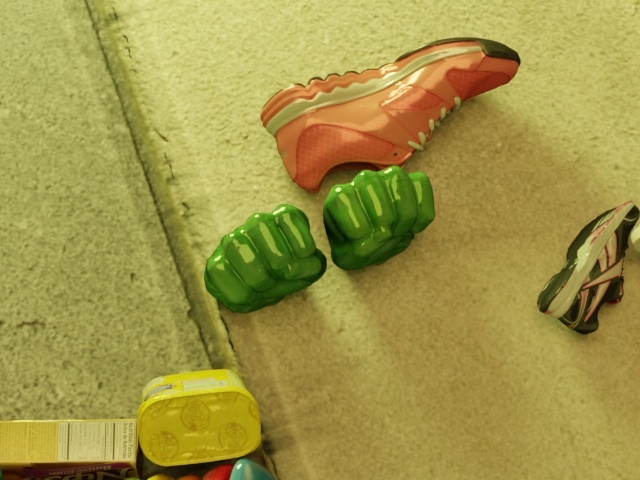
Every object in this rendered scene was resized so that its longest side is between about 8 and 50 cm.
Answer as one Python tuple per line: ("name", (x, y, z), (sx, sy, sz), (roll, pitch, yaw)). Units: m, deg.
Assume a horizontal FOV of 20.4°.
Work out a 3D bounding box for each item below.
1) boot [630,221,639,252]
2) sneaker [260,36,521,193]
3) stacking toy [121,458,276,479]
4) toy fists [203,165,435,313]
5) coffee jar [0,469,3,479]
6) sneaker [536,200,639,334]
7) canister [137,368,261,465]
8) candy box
("boot", (0.439, -0.031, 2.077), (0.190, 0.069, 0.086), (0, 60, -21))
("sneaker", (0.094, -0.141, 2.104), (0.314, 0.116, 0.136), (-17, 79, -2))
("stacking toy", (-0.199, 0.307, 1.875), (0.302, 0.166, 0.175), (5, 75, 14))
("toy fists", (0.000, 0.000, 2.007), (0.279, 0.142, 0.096), (-20, 70, -10))
("coffee jar", (-0.355, 0.310, 1.836), (0.079, 0.184, 0.096), (-23, 31, -28))
("sneaker", (0.322, 0.036, 2.058), (0.077, 0.072, 0.178), (42, 69, -10))
("canister", (-0.132, 0.185, 1.904), (0.126, 0.170, 0.073), (-7, 95, -5))
("candy box", (-0.287, 0.231, 1.916), (0.187, 0.109, 0.053), (1, 67, -3))
